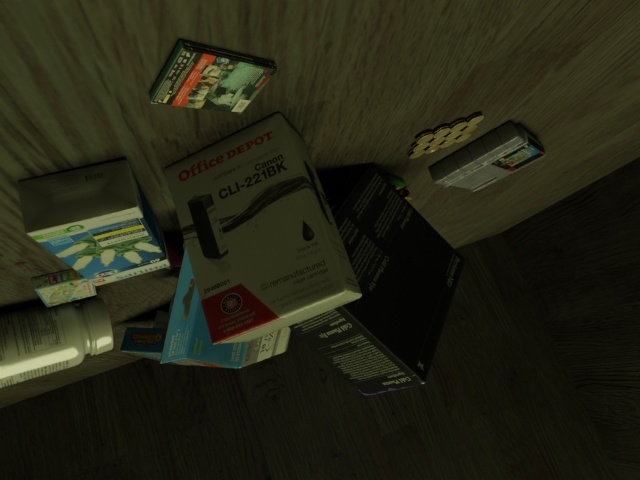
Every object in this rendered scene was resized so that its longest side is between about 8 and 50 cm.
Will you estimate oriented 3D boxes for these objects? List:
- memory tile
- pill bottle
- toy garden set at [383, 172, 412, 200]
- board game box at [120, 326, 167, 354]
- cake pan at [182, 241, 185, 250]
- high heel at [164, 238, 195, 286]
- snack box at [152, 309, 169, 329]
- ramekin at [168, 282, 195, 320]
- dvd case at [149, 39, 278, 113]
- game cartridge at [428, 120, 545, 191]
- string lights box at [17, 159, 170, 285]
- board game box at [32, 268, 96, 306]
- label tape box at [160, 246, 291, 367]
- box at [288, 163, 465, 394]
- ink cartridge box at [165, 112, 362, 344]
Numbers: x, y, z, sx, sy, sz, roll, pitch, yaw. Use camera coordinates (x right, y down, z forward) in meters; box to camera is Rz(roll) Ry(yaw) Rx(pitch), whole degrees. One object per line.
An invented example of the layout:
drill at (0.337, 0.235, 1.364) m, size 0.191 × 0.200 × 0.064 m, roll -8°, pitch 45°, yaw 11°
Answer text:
memory tile at (0.259, -0.218, 0.918) m, size 0.147 × 0.012 × 0.113 m, roll -21°, pitch 168°, yaw -4°
pill bottle at (-0.646, 0.230, 1.009) m, size 0.282 × 0.161 × 0.160 m, roll -11°, pitch 164°, yaw -36°
toy garden set at (0.120, -0.086, 1.161) m, size 0.244 × 0.049 × 0.203 m, roll -27°, pitch 166°, yaw 26°
board game box at (-0.497, 0.395, 1.599) m, size 0.301 × 0.086 × 0.308 m, roll -2°, pitch 156°, yaw 17°
cake pan at (-0.143, -0.045, 0.902) m, size 0.292 × 0.054 × 0.293 m, roll -20°, pitch 168°, yaw -4°
high heel at (-0.295, 0.011, 0.925) m, size 0.117 × 0.082 × 0.244 m, roll -59°, pitch 155°, yaw -17°
snack box at (-0.534, 0.327, 1.651) m, size 0.174 × 0.070 × 0.207 m, roll 13°, pitch 156°, yaw -13°
ramekin at (-0.254, 0.172, 1.162) m, size 0.277 × 0.277 × 0.135 m, roll -14°, pitch 158°, yaw -29°
dvd case at (-0.117, -0.176, 0.487) m, size 0.119 × 0.013 × 0.087 m, roll -7°, pitch 162°, yaw -43°
game cartridge at (0.463, -0.210, 1.176) m, size 0.230 × 0.068 × 0.355 m, roll -24°, pitch 168°, yaw 35°
string lights box at (-0.322, -0.014, 0.665) m, size 0.133 × 0.077 × 0.260 m, roll -16°, pitch 163°, yaw -14°
board game box at (-0.542, 0.100, 0.937) m, size 0.103 × 0.026 × 0.154 m, roll -14°, pitch 166°, yaw -28°
label tape box at (-0.158, 0.130, 0.913) m, size 0.105 × 0.241 × 0.333 m, roll 11°, pitch 179°, yaw 21°
box at (0.100, 0.077, 0.910) m, size 0.179 × 0.312 × 0.343 m, roll -36°, pitch -166°, yaw 48°
ink cartridge box at (-0.085, -0.014, 0.636) m, size 0.196 × 0.273 × 0.114 m, roll -23°, pitch 164°, yaw 11°
